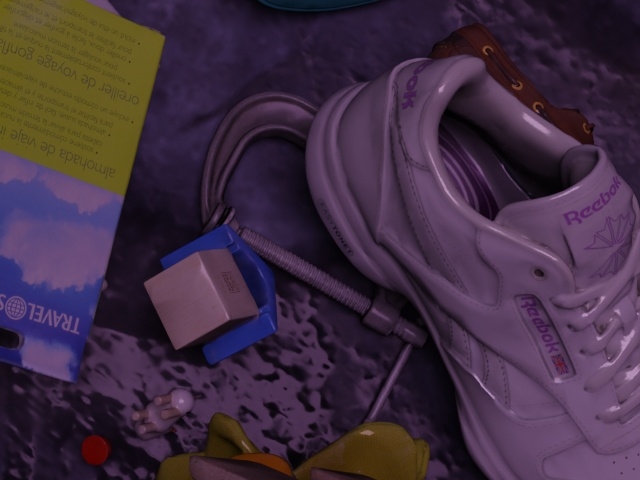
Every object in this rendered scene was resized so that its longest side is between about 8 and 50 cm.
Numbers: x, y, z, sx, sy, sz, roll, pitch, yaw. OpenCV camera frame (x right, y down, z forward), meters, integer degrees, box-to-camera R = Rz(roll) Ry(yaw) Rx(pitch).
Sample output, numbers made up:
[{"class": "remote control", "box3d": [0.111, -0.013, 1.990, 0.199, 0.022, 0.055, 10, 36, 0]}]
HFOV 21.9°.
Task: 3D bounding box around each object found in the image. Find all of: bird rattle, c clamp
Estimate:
[{"class": "bird rattle", "box3d": [-0.023, 0.197, 0.755, 0.143, 0.207, 0.253, 0, 69, 6]}, {"class": "c clamp", "box3d": [0.000, 0.000, 0.883, 0.161, 0.022, 0.137, 36, 74, -4]}]

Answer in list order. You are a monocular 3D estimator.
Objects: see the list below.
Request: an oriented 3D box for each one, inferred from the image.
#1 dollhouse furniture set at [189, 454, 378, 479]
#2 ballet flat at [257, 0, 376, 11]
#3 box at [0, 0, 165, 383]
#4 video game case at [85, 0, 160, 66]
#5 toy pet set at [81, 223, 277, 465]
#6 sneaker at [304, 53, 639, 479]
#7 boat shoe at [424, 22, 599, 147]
[{"class": "dollhouse furniture set", "box3d": [0.037, 0.229, 0.603, 0.135, 0.259, 0.262, 11, 85, 35]}, {"class": "ballet flat", "box3d": [0.050, -0.174, 0.912, 0.203, 0.074, 0.074, -11, 81, -8]}, {"class": "box", "box3d": [-0.145, -0.032, 0.781, 0.109, 0.042, 0.178, 21, 77, -36]}, {"class": "video game case", "box3d": [-0.214, -0.084, 0.784, 0.210, 0.042, 0.232, 51, 60, -24]}, {"class": "toy pet set", "box3d": [-0.087, 0.036, 0.849, 0.114, 0.065, 0.122, -29, 82, 20]}, {"class": "sneaker", "box3d": [0.116, 0.038, 0.826, 0.305, 0.152, 0.114, 50, 62, -7]}, {"class": "boat shoe", "box3d": [0.126, -0.047, 0.899, 0.178, 0.064, 0.060, 44, 75, 2]}]
